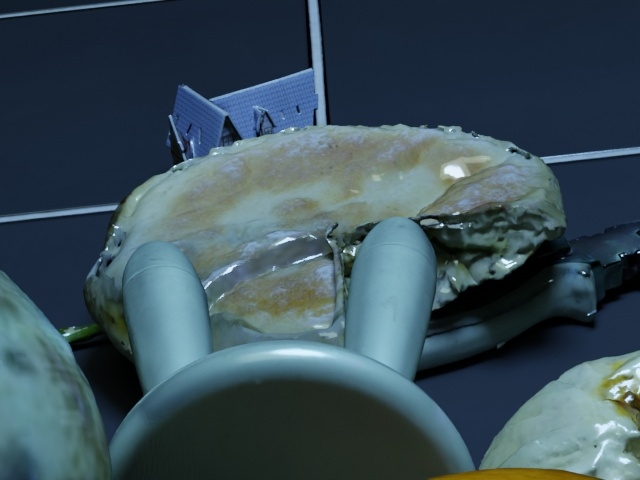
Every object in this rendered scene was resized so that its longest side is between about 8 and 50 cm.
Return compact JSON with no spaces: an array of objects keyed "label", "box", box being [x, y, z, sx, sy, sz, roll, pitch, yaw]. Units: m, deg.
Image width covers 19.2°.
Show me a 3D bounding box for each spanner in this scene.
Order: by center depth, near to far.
[{"label":"spanner","box":[0.135,0.034,1.302,0.325,0.040,0.095,-18,28,-19]}]

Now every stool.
[{"label":"stool","box":[-0.015,0.103,1.030,0.195,0.195,0.198,-5,25,3]}]

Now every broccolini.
[{"label":"broccolini","box":[-0.146,0.065,1.331,0.140,0.030,0.035,-16,64,-7]}]

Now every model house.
[{"label":"model house","box":[-0.063,-0.077,1.511,0.167,0.088,0.117,-18,28,-21]}]

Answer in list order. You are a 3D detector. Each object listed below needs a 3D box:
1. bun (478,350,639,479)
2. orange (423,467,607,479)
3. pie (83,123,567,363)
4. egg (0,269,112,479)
[{"label":"bun","box":[0.185,0.124,1.015,0.222,0.127,0.222,-3,25,2]},{"label":"orange","box":[0.083,0.208,0.826,0.240,0.171,0.240,-2,34,2]},{"label":"pie","box":[0.000,0.000,1.293,0.338,0.075,0.337,-10,26,5]},{"label":"egg","box":[-0.313,0.121,0.895,0.428,0.345,0.345,-2,27,11]}]
